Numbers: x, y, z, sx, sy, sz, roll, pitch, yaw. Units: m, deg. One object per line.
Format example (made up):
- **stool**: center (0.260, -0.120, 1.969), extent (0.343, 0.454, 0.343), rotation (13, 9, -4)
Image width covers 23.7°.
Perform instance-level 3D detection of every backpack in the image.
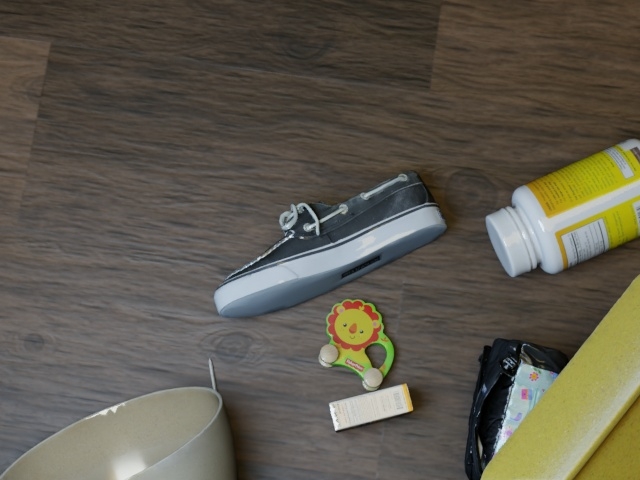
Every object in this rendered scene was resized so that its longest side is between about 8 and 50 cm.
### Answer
- **backpack**: center (0.236, 0.213, 1.821), extent (0.115, 0.152, 0.182), rotation (14, 85, 0)

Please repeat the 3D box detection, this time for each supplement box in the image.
- **supplement box**: center (0.061, 0.206, 1.864), extent (0.098, 0.062, 0.036), rotation (-14, 80, -1)

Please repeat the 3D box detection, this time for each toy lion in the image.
- **toy lion**: center (0.048, 0.125, 1.898), extent (0.100, 0.034, 0.096), rotation (29, 73, 7)

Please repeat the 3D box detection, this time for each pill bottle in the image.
- **pill bottle**: center (0.317, -0.034, 1.876), extent (0.215, 0.117, 0.117), rotation (-23, 79, -3)

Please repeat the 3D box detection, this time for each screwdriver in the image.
- **screwdriver**: center (-0.127, 0.229, 1.886), extent (0.025, 0.024, 0.170), rotation (-7, 75, -29)

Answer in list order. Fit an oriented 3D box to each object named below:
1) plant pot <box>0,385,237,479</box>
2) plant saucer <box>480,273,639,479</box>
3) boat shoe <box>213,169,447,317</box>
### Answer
- **plant pot**: center (-0.210, 0.318, 1.763), extent (0.284, 0.284, 0.191), rotation (-22, 103, -3)
- **plant saucer**: center (0.408, 0.262, 1.772), extent (0.332, 0.081, 0.333), rotation (42, 82, -16)
- **boat shoe**: center (0.000, -0.002, 1.883), extent (0.306, 0.113, 0.105), rotation (-24, 73, -6)
